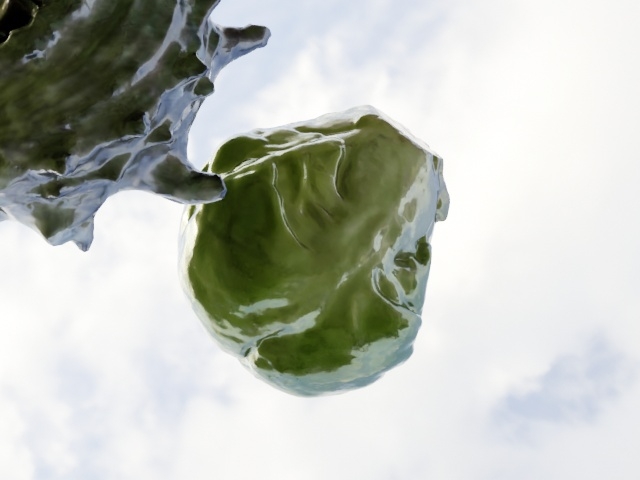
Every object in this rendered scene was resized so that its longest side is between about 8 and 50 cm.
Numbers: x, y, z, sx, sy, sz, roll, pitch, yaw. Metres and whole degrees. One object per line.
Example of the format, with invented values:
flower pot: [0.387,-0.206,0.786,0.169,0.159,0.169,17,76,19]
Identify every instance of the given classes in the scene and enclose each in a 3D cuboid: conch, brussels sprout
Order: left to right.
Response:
conch: [-0.180,-0.124,0.786,0.240,0.186,0.313,-36,-104,10]
brussels sprout: [-0.014,0.002,1.312,0.273,0.242,0.317,13,-92,4]
